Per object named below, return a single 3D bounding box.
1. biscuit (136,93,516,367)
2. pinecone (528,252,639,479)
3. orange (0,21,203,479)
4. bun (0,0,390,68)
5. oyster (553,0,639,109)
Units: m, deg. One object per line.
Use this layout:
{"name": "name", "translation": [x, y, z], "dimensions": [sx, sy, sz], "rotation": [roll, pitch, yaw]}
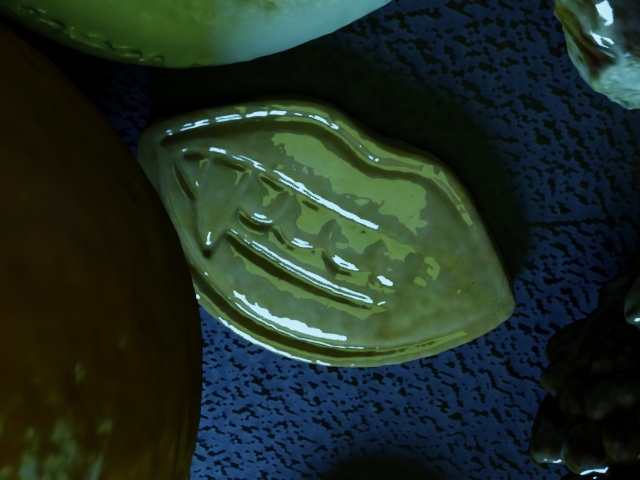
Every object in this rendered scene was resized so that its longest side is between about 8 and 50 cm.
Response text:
{"name": "biscuit", "translation": [0.000, 0.000, 0.594], "dimensions": [0.221, 0.029, 0.142], "rotation": [28, 113, -10]}
{"name": "pinecone", "translation": [0.219, 0.119, 0.539], "dimensions": [0.224, 0.224, 0.272], "rotation": [-26, 115, 14]}
{"name": "orange", "translation": [-0.258, 0.057, 0.425], "dimensions": [0.424, 0.326, 0.424], "rotation": [10, 158, 4]}
{"name": "bun", "translation": [-0.054, -0.208, 0.426], "dimensions": [0.287, 0.146, 0.287], "rotation": [-11, 121, -19]}
{"name": "oyster", "translation": [0.125, -0.170, 0.399], "dimensions": [0.100, 0.275, 0.271], "rotation": [-3, 104, 6]}
